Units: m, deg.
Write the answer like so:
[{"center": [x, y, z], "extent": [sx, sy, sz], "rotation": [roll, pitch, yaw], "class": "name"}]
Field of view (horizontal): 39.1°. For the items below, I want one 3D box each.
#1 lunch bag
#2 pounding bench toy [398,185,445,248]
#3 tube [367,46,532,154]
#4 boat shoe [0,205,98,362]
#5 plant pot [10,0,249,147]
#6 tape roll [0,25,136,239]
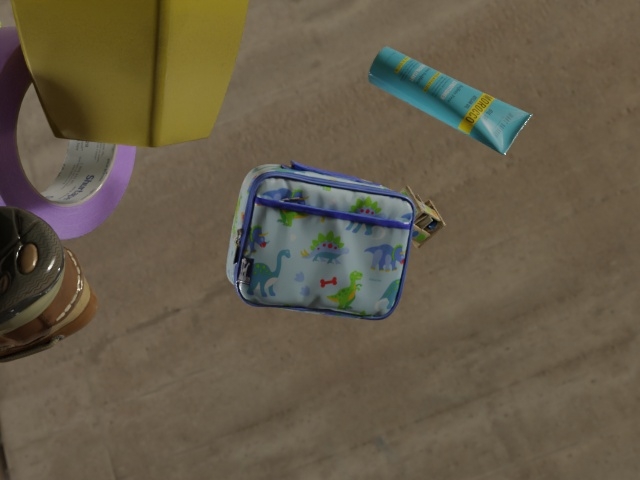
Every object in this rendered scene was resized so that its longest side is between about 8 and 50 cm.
[{"center": [0.000, 0.000, 1.105], "extent": [0.219, 0.176, 0.090], "rotation": [11, 9, -16], "class": "lunch bag"}, {"center": [0.116, -0.020, 1.229], "extent": [0.083, 0.052, 0.065], "rotation": [-43, -43, 20], "class": "pounding bench toy"}, {"center": [0.160, -0.180, 1.148], "extent": [0.080, 0.207, 0.052], "rotation": [-53, -18, -24], "class": "tube"}, {"center": [-0.330, 0.061, 0.722], "extent": [0.324, 0.122, 0.120], "rotation": [-6, -28, 18], "class": "boat shoe"}, {"center": [-0.225, -0.215, 1.086], "extent": [0.212, 0.187, 0.212], "rotation": [8, 13, 20], "class": "plant pot"}, {"center": [-0.360, -0.141, 1.179], "extent": [0.090, 0.274, 0.275], "rotation": [7, -9, 26], "class": "tape roll"}]
